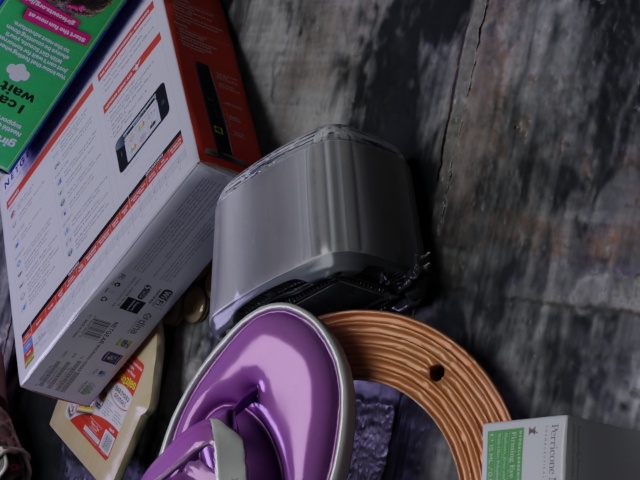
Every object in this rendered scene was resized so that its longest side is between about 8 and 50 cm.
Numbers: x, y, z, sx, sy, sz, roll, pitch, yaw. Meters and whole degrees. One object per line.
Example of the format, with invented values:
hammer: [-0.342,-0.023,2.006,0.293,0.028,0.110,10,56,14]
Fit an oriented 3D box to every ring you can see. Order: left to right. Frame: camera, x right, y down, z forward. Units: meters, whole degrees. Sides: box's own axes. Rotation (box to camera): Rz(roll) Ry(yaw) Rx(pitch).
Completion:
ring: [0.024,0.222,1.523,0.337,0.032,0.336,-9,73,32]

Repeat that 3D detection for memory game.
memory game: [-0.129,-0.005,1.870,0.186,0.012,0.186,-21,63,47]

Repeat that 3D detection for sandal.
sandal: [-0.103,0.244,1.510,0.169,0.102,0.416,28,92,26]

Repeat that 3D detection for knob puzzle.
knob puzzle: [-0.198,0.133,1.895,0.213,0.030,0.213,-30,51,47]

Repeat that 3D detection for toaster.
toaster: [0.000,0.000,1.613,0.227,0.129,0.146,-31,54,41]

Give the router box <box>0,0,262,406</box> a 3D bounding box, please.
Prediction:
router box: [-0.198,-0.055,1.885,0.335,0.082,0.301,-49,37,31]

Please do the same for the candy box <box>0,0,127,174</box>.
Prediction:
candy box: [-0.287,-0.269,1.997,0.317,0.122,0.268,-53,20,27]

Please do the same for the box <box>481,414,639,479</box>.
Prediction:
box: [0.177,0.184,1.351,0.087,0.102,0.101,-13,68,47]

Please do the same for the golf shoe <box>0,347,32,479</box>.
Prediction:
golf shoe: [-0.358,0.218,2.038,0.120,0.105,0.272,-6,79,34]
